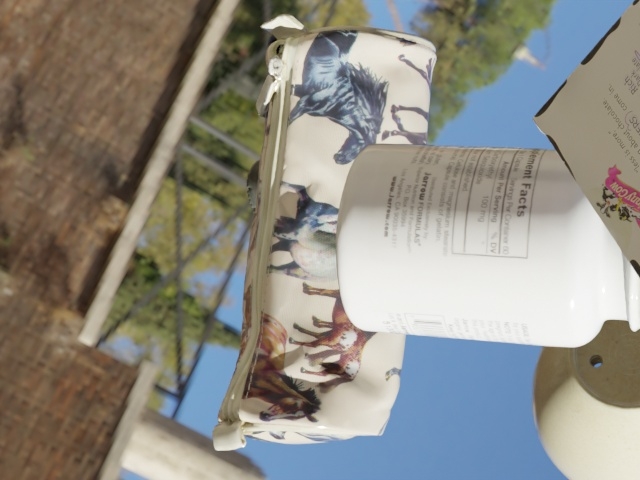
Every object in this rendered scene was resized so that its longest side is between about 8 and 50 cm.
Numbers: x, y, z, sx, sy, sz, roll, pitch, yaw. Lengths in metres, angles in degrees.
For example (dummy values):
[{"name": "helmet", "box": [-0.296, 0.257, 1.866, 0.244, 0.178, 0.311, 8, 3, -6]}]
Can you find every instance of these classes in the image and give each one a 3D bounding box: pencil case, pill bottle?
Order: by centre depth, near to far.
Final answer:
[{"name": "pill bottle", "box": [0.136, 0.004, 0.889, 0.229, 0.131, 0.131, 4, -125, 18]}, {"name": "pencil case", "box": [0.000, 0.000, 1.263, 0.160, 0.184, 0.410, -6, -105, 64]}]

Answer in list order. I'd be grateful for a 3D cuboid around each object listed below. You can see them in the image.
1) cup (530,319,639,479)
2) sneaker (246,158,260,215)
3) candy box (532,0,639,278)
[{"name": "cup", "box": [0.453, 0.197, 1.930, 0.331, 0.237, 0.331, -6, -113, 15]}, {"name": "sneaker", "box": [0.003, 0.011, 1.789, 0.130, 0.286, 0.109, -20, -177, 26]}, {"name": "candy box", "box": [0.218, -0.067, 0.644, 0.196, 0.070, 0.164, -51, -133, 31]}]
